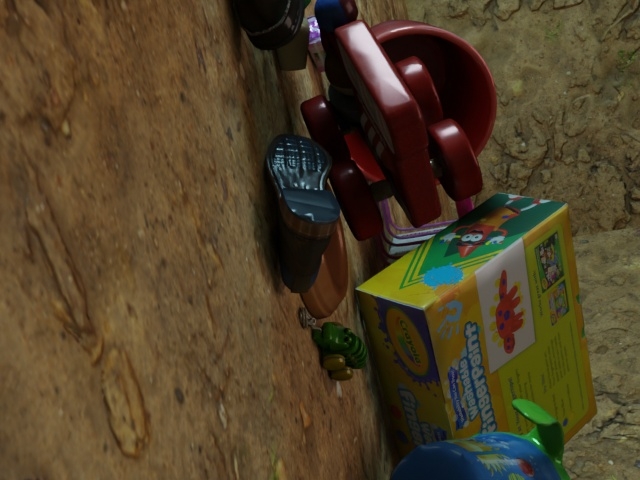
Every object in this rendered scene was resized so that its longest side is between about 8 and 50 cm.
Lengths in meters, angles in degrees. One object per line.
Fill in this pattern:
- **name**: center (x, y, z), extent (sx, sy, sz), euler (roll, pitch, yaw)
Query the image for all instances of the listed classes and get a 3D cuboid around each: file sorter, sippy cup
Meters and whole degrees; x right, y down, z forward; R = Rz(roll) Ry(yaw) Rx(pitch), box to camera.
- **file sorter**: center (0.196, -0.081, 1.747), extent (0.290, 0.182, 0.202), euler (-59, 137, -72)
- **sippy cup**: center (0.212, 0.377, 1.262), extent (0.224, 0.240, 0.305), euler (25, 65, -50)

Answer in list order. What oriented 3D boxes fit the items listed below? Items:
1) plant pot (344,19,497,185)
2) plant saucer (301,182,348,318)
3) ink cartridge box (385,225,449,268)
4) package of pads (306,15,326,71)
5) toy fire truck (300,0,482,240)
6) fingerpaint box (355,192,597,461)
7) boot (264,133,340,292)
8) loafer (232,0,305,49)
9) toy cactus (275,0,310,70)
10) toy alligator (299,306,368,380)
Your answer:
- **plant pot**: center (0.143, -0.256, 1.536), extent (0.243, 0.275, 0.274), euler (-97, 172, -63)
- **plant saucer**: center (0.000, 0.000, 1.149), extent (0.200, 0.037, 0.199), euler (-9, 90, -77)
- **ink cartridge box**: center (0.239, 0.082, 1.837), extent (0.232, 0.171, 0.168), euler (-59, 138, -71)
- **package of pads**: center (-0.001, -0.302, 1.381), extent (0.083, 0.032, 0.050), euler (55, 26, -63)
- **toy fire truck**: center (0.066, -0.166, 1.074), extent (0.253, 0.170, 0.302), euler (70, -2, -53)
- **fingerpaint box**: center (0.283, 0.198, 1.547), extent (0.371, 0.163, 0.444), euler (-33, 119, -31)
- **boot**: center (-0.030, -0.037, 1.026), extent (0.219, 0.082, 0.106), euler (-99, -161, -57)
- **loafer**: center (-0.077, -0.314, 0.981), extent (0.078, 0.080, 0.219), euler (17, 59, -65)
- **toy cactus**: center (-0.031, -0.309, 1.139), extent (0.219, 0.112, 0.180), euler (-89, 176, -71)
- **toy alligator**: center (0.025, 0.128, 1.126), extent (0.189, 0.051, 0.056), euler (61, 23, -56)
